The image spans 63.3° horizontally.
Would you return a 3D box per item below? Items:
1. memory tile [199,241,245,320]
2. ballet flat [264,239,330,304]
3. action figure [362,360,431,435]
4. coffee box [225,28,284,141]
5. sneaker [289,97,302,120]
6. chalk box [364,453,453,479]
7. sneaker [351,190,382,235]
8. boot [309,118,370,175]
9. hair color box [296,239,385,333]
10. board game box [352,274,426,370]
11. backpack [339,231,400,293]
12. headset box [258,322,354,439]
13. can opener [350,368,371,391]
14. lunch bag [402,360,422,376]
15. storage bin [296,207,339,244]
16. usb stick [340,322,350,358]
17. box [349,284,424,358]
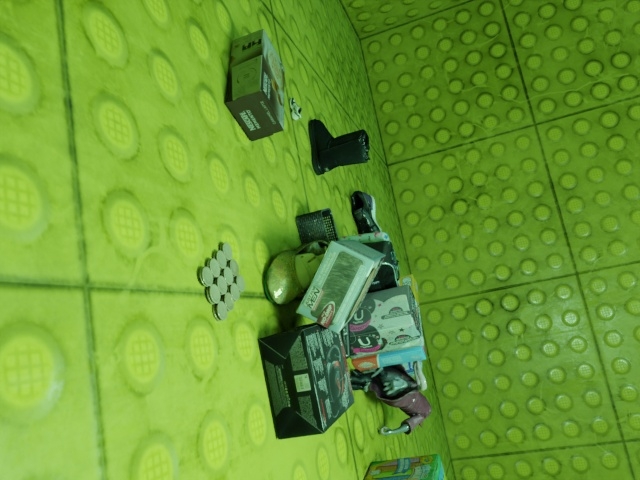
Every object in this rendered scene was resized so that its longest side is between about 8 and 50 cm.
[{"bbox_3d":[-0.188,0.078,1.007,0.148,0.012,0.113,-67,140,-65],"label":"memory tile"},{"bbox_3d":[-0.038,0.066,1.332,0.348,0.123,0.123,-38,114,-72],"label":"ballet flat"},{"bbox_3d":[0.312,0.546,1.864,0.370,0.276,0.248,47,24,-33],"label":"action figure"},{"bbox_3d":[-0.161,-0.398,1.328,0.141,0.098,0.246,56,26,-50],"label":"coffee box"},{"bbox_3d":[-0.080,-0.442,1.740,0.032,0.037,0.083,24,53,-67],"label":"sneaker"},{"bbox_3d":[0.292,0.762,1.544,0.179,0.289,0.180,-7,83,-73],"label":"chalk box"},{"bbox_3d":[0.186,-0.082,2.263,0.124,0.107,0.283,20,52,-53],"label":"sneaker"},{"bbox_3d":[0.071,-0.358,1.869,0.094,0.207,0.246,51,29,-55],"label":"boot"},{"bbox_3d":[0.067,0.102,1.334,0.185,0.114,0.374,-64,170,6],"label":"hair color box"},{"bbox_3d":[0.229,0.282,1.812,0.316,0.243,0.064,-89,156,-43],"label":"board game box"},{"bbox_3d":[0.159,0.098,1.768,0.253,0.226,0.190,65,25,-45],"label":"backpack"},{"bbox_3d":[-0.018,0.306,1.210,0.293,0.110,0.217,8,69,-72],"label":"headset box"},{"bbox_3d":[0.108,0.447,1.634,0.059,0.073,0.186,-64,156,1],"label":"can opener"},{"bbox_3d":[0.313,0.437,2.077,0.090,0.176,0.218,54,28,-53],"label":"lunch bag"},{"bbox_3d":[0.000,0.000,1.565,0.122,0.085,0.180,-25,100,-73],"label":"storage bin"},{"bbox_3d":[0.064,0.220,1.573,0.077,0.045,0.277,-26,113,-87],"label":"usb stick"},{"bbox_3d":[0.193,0.267,1.691,0.163,0.248,0.142,-88,156,-43],"label":"box"}]
